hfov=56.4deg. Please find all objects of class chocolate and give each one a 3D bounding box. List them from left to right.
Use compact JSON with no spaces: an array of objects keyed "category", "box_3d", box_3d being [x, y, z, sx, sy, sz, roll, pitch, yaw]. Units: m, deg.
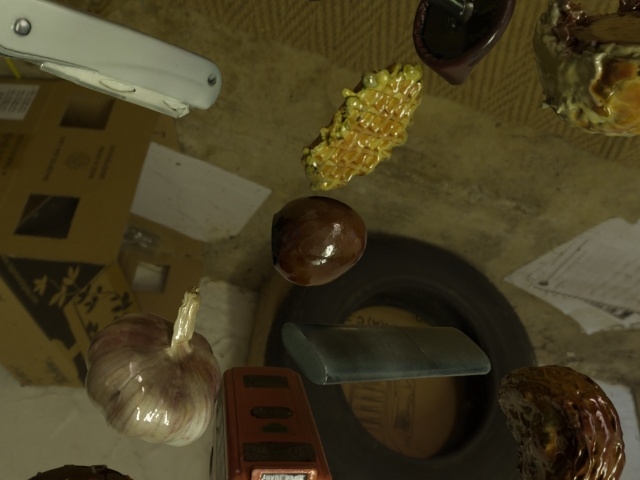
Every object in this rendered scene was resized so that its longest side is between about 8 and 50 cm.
[{"category":"chocolate","box_3d":[0.000,0.000,1.037,0.176,0.177,0.177,5,145,3]}]

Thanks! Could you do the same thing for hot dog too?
[{"category":"hot dog","box_3d":[0.432,0.375,1.106,0.174,0.267,0.388,-9,151,9]}]

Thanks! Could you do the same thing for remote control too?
[{"category":"remote control","box_3d":[0.112,0.162,0.873,0.377,0.107,0.044,10,120,-44]}]

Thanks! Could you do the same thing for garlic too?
[{"category":"garlic","box_3d":[-0.255,0.187,0.994,0.245,0.245,0.253,27,105,-26]}]

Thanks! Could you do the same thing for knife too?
[{"category":"knife","box_3d":[-0.195,-0.171,0.569,0.040,0.073,0.265,16,-174,31]}]

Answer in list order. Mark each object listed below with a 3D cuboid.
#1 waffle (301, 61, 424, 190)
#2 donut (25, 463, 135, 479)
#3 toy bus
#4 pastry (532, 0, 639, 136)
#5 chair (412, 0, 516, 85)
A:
[{"category":"waffle","box_3d":[0.081,-0.212,1.149,0.281,0.058,0.301,-24,154,-37]},{"category":"donut","box_3d":[-0.287,0.359,0.699,0.216,0.096,0.230,-29,115,-10]},{"category":"toy bus","box_3d":[-0.098,0.413,1.108,0.202,0.427,0.233,4,104,-12]},{"category":"pastry","box_3d":[0.413,-0.212,0.758,0.255,0.237,0.171,-11,125,-10]},{"category":"chair","box_3d":[0.166,-0.430,1.005,0.400,0.227,0.226,14,148,-41]}]
